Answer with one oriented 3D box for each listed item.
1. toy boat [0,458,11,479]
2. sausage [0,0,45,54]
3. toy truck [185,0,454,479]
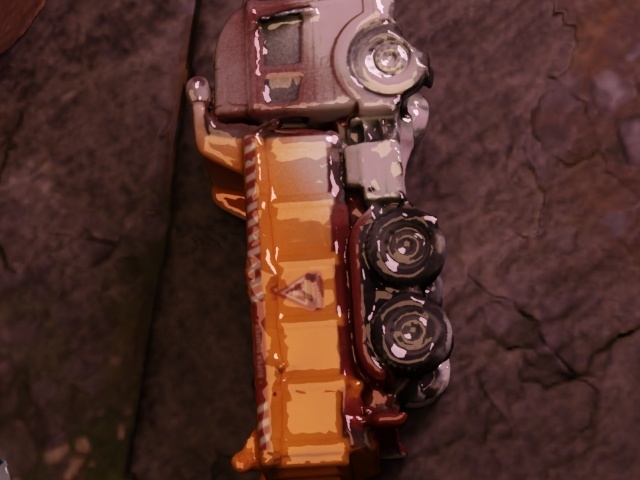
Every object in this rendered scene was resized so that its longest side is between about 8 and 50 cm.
[{"bbox_3d":[-0.088,0.211,1.033,0.291,0.067,0.220,26,75,27],"label":"toy boat"},{"bbox_3d":[-0.287,-0.199,1.161,0.253,0.123,0.123,21,74,14],"label":"sausage"},{"bbox_3d":[0.000,0.000,1.058,0.135,0.114,0.270,-4,72,1],"label":"toy truck"}]
